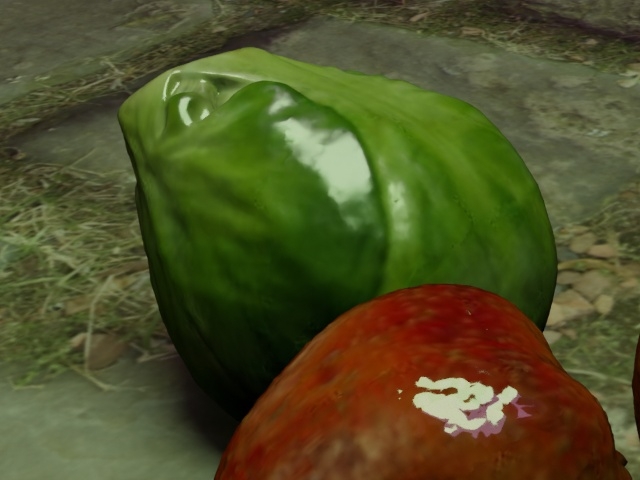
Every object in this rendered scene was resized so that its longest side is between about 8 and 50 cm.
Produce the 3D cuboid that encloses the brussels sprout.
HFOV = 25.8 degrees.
[{"bbox_3d":[0.000,0.000,0.842,0.271,0.219,0.210,47,50,9],"label":"brussels sprout"}]

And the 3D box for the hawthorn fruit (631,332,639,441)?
[{"bbox_3d":[0.273,0.075,0.608,0.275,0.299,0.275,-13,50,17],"label":"hawthorn fruit"}]

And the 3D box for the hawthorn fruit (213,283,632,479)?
[{"bbox_3d":[0.023,0.148,0.619,0.243,0.207,0.207,-33,31,-3],"label":"hawthorn fruit"}]
